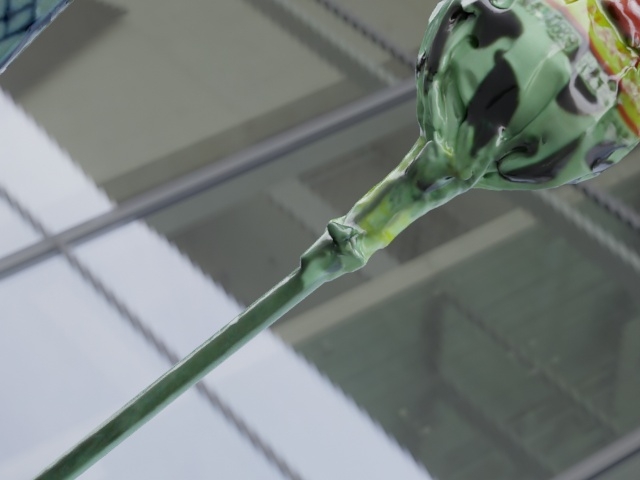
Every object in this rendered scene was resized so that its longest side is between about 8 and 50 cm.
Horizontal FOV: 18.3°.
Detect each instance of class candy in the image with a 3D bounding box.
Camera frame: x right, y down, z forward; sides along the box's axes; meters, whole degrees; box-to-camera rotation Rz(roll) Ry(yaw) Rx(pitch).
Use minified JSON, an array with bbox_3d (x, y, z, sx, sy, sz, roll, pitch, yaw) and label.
[{"bbox_3d":[0.000,0.000,0.761,0.091,0.305,0.083,52,4,2],"label":"candy"}]

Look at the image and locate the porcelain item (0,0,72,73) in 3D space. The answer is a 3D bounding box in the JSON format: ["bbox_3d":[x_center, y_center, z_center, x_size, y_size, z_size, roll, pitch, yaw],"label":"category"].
[{"bbox_3d":[-0.241,-0.234,1.391,0.157,0.281,0.286,40,17,-22],"label":"porcelain item"}]
